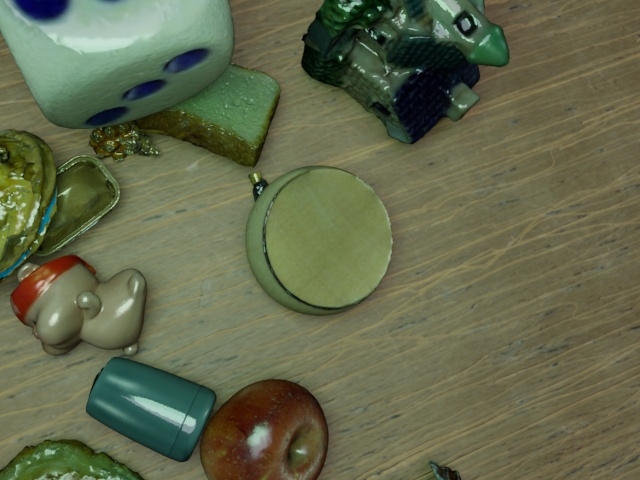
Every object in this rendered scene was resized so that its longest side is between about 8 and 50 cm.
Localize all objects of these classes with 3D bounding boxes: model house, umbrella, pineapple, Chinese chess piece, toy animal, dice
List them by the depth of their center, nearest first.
[{"bbox_3d":[-0.296,-0.334,0.887,0.277,0.304,0.304,-22,91,-14],"label":"dice"},{"bbox_3d":[-0.373,0.100,1.043,0.197,0.171,0.171,9,82,-10],"label":"toy animal"},{"bbox_3d":[0.151,-0.315,1.098,0.284,0.298,0.243,41,79,-2],"label":"model house"},{"bbox_3d":[0.000,0.000,1.116,0.250,0.103,0.250,1,87,-22],"label":"Chinese chess piece"},{"bbox_3d":[-0.323,-0.175,1.138,0.114,0.077,0.114,33,114,-14],"label":"pineapple"},{"bbox_3d":[-0.088,-0.050,1.162,0.040,0.037,0.144,-20,89,3],"label":"umbrella"}]

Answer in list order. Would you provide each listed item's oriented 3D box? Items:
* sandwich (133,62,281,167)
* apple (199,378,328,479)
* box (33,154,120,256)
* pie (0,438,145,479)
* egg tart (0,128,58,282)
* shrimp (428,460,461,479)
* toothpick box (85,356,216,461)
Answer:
[{"bbox_3d":[-0.182,-0.226,1.122,0.214,0.065,0.186,20,54,-4],"label":"sandwich"},{"bbox_3d":[-0.090,0.314,1.049,0.201,0.162,0.201,-3,93,-49],"label":"apple"},{"bbox_3d":[-0.410,-0.056,1.082,0.177,0.111,0.111,-40,90,-11],"label":"box"},{"bbox_3d":[-0.405,0.486,1.019,0.288,0.103,0.355,4,81,-14],"label":"pie"},{"bbox_3d":[-0.522,-0.055,1.007,0.291,0.107,0.291,-11,63,22],"label":"egg tart"},{"bbox_3d":[0.055,0.478,1.053,0.410,0.166,0.221,-19,114,-9],"label":"shrimp"},{"bbox_3d":[-0.268,0.260,1.059,0.184,0.120,0.120,24,80,-1],"label":"toothpick box"}]
